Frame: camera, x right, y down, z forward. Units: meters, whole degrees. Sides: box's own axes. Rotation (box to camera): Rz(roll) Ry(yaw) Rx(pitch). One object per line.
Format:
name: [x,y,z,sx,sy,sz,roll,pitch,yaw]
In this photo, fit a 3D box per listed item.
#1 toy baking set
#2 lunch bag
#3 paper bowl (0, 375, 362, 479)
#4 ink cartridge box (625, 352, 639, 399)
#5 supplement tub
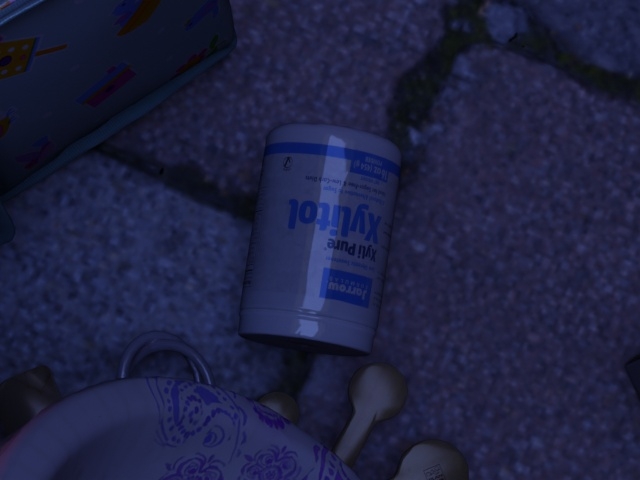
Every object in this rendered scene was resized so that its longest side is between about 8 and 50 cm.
toy baking set: [-0.040,0.149,0.979,0.256,0.030,0.197,8,83,-1]
lunch bag: [-0.182,-0.096,0.913,0.262,0.223,0.160,-36,78,-6]
paper bowl: [-0.070,0.212,0.836,0.148,0.284,0.284,-36,83,35]
ink cartridge box: [0.261,0.082,0.984,0.175,0.072,0.127,-22,83,-6]
supplement tub: [0.000,0.000,0.985,0.071,0.071,0.107,8,81,-2]
